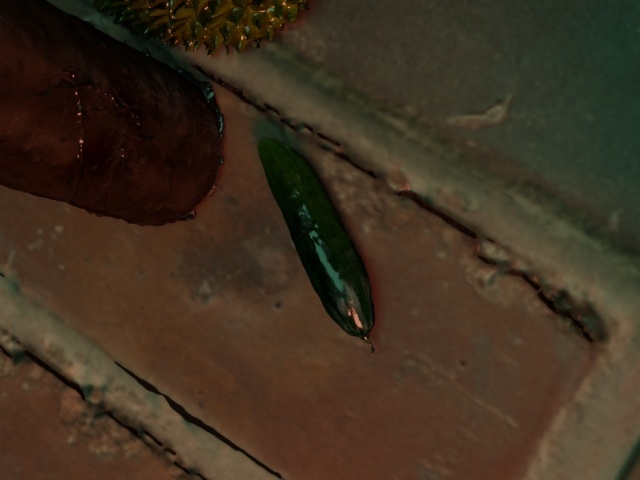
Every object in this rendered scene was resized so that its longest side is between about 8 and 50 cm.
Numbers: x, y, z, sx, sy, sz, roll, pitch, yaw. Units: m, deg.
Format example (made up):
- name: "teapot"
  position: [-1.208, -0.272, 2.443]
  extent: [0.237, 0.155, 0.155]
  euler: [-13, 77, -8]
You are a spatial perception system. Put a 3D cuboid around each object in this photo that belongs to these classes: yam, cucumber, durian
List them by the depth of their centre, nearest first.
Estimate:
- name: "yam"
  position: [-0.176, -0.088, 0.768]
  extent: [0.131, 0.280, 0.131]
  euler: [-5, 79, 25]
- name: "cucumber"
  position: [0.000, 0.000, 0.819]
  extent: [0.039, 0.039, 0.168]
  euler: [-30, 78, 17]
- name: "durian"
  position: [-0.107, -0.204, 0.834]
  extent: [0.221, 0.095, 0.137]
  euler: [22, 96, 25]
